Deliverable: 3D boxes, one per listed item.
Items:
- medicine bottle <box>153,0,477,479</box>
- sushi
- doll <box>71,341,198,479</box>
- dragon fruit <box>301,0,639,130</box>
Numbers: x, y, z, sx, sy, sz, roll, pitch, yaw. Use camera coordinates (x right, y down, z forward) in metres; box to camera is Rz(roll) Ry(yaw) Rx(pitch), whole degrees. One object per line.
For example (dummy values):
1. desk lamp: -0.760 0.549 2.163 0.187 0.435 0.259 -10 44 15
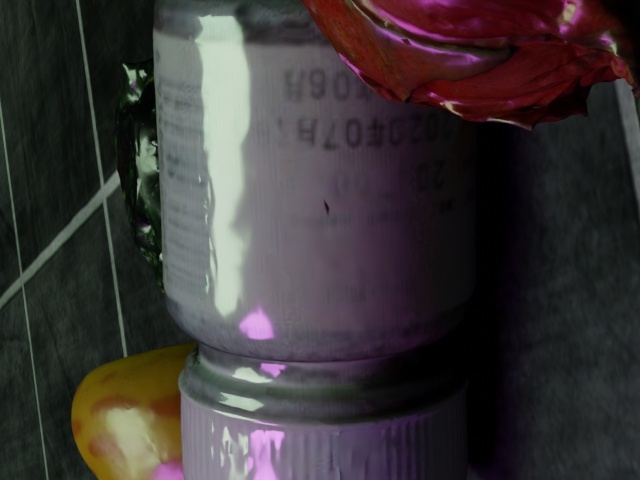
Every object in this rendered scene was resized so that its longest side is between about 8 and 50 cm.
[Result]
1. medicine bottle: 0.000 0.000 0.899 0.165 0.165 0.273 -147 52 -65
2. sushi: -0.054 -0.031 1.093 0.225 0.127 0.124 -121 32 -46
3. doll: -0.068 0.185 1.148 0.162 0.166 0.269 -163 66 -71
4. dragon fruit: 0.066 -0.134 0.681 0.209 0.172 0.172 36 129 52
